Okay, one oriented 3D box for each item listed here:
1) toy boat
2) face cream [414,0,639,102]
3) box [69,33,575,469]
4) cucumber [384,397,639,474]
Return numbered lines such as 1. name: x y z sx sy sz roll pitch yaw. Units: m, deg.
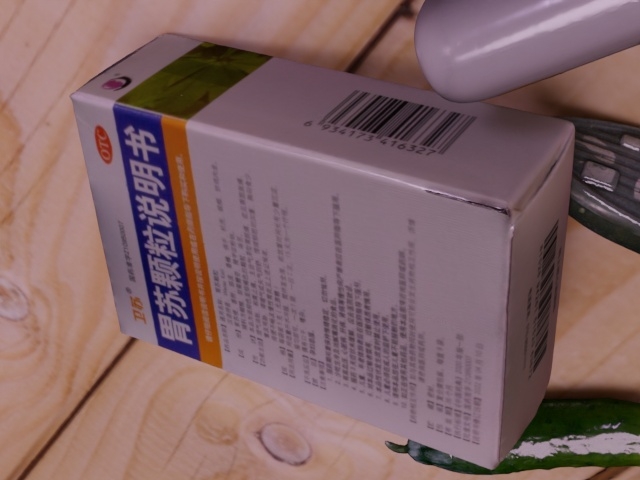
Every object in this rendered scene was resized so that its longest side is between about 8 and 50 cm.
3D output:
1. toy boat: 0.244 -0.018 0.627 0.261 0.078 0.085 22 148 7
2. face cream: 0.190 -0.149 0.513 0.291 0.144 0.071 -19 107 29
3. box: 0.000 0.000 0.678 0.299 0.106 0.200 17 131 26
4. cucumber: 0.162 0.148 0.798 0.250 0.056 0.056 -8 122 23
